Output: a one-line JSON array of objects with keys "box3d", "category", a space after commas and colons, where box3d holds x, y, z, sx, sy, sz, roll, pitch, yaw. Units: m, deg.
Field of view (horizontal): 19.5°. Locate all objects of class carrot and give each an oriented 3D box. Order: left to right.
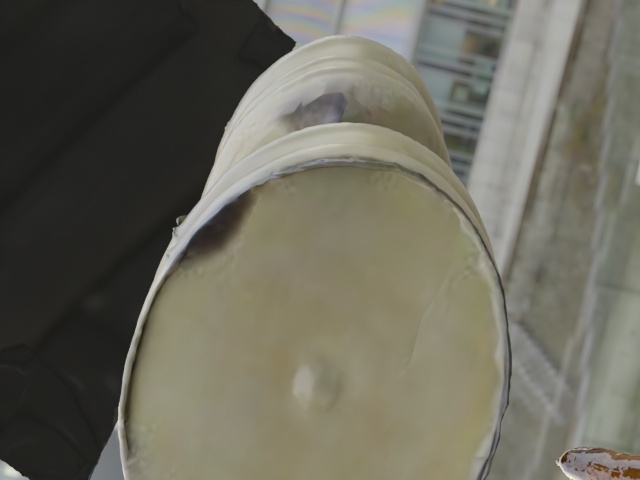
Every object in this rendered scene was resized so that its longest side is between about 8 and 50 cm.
[{"box3d": [0.184, 0.113, 0.850, 0.035, 0.165, 0.036, -29, -56, -57], "category": "carrot"}]

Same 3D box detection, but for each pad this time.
[{"box3d": [-0.156, -0.061, 1.089, 0.007, 0.247, 0.367, -12, 45, 44], "category": "pad"}]

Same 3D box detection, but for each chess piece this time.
[{"box3d": [0.000, 0.000, 0.682, 0.307, 0.124, 0.139, -88, -20, -72], "category": "chess piece"}]
